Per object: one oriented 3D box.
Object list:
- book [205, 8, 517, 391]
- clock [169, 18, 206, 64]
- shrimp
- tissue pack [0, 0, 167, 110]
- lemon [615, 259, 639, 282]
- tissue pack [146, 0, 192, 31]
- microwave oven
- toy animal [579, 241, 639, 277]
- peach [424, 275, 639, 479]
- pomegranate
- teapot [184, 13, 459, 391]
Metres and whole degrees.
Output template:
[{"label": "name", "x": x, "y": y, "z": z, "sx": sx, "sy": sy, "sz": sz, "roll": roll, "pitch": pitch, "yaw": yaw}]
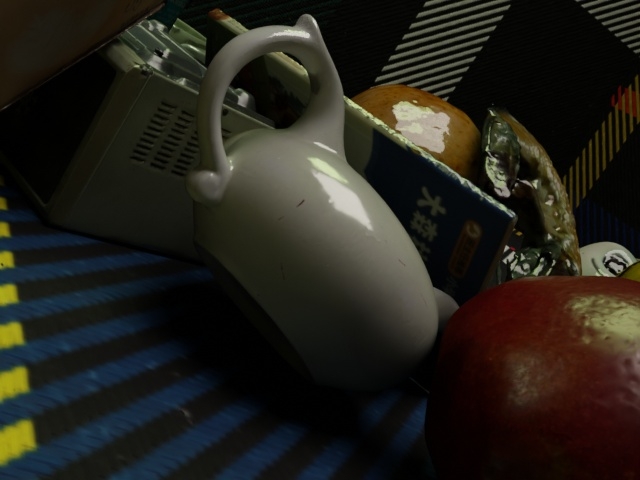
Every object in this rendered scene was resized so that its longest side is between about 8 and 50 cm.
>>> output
[{"label": "book", "x": 0.006, "y": -0.030, "z": 0.732, "sx": 0.322, "sy": 0.228, "sz": 0.018, "roll": 38, "pitch": 52, "yaw": 24}, {"label": "clock", "x": -0.282, "y": -0.317, "z": 1.314, "sx": 0.324, "sy": 0.109, "sz": 0.265, "roll": 34, "pitch": 12, "yaw": 6}, {"label": "shrimp", "x": 0.232, "y": -0.003, "z": 0.958, "sx": 0.272, "sy": 0.085, "sz": 0.445, "roll": 65, "pitch": 30, "yaw": -18}, {"label": "tissue pack", "x": -0.222, "y": -0.203, "z": 0.440, "sx": 0.238, "sy": 0.239, "sz": 0.305, "roll": 34, "pitch": 43, "yaw": 2}, {"label": "lemon", "x": 0.466, "y": 0.148, "z": 1.019, "sx": 0.297, "sy": 0.297, "sz": 0.297, "roll": 32, "pitch": 12, "yaw": -7}, {"label": "tissue pack", "x": -0.278, "y": -0.268, "z": 0.915, "sx": 0.134, "sy": 0.192, "sz": 0.271, "roll": 38, "pitch": 12, "yaw": 14}, {"label": "microwave oven", "x": -0.172, "y": -0.113, "z": 0.700, "sx": 0.194, "sy": 0.145, "sz": 0.240, "roll": 14, "pitch": 22, "yaw": -50}, {"label": "toy animal", "x": 0.464, "y": 0.112, "z": 1.336, "sx": 0.212, "sy": 0.213, "sz": 0.266, "roll": 40, "pitch": 10, "yaw": 29}, {"label": "peach", "x": 0.169, "y": 0.119, "z": 0.515, "sx": 0.243, "sy": 0.199, "sz": 0.243, "roll": 36, "pitch": 18, "yaw": -14}, {"label": "pomegranate", "x": 0.096, "y": -0.071, "z": 1.038, "sx": 0.248, "sy": 0.248, "sz": 0.248, "roll": 32, "pitch": 12, "yaw": -7}, {"label": "teapot", "x": 0.000, "y": 0.000, "z": 0.578, "sx": 0.204, "sy": 0.139, "sz": 0.298, "roll": 39, "pitch": -17, "yaw": 50}]
